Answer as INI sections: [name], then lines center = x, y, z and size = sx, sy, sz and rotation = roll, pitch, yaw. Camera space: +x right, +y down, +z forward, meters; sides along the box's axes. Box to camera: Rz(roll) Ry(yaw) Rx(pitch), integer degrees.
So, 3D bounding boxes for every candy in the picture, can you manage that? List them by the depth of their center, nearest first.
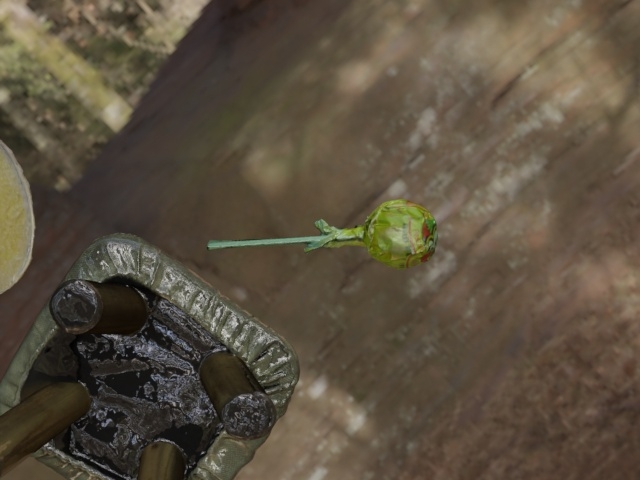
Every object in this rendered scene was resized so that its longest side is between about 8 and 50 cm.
[candy]
center = 0.000, -0.002, 1.409
size = 0.262, 0.077, 0.073
rotation = -3, 3, 13

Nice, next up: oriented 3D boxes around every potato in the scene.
[potato]
center = -0.379, -0.030, 1.281
size = 0.081, 0.200, 0.164
rotation = -5, 27, 37

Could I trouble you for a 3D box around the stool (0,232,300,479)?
[stool]
center = -0.216, 0.195, 1.425
size = 0.310, 0.310, 0.226
rotation = -57, 2, 13
